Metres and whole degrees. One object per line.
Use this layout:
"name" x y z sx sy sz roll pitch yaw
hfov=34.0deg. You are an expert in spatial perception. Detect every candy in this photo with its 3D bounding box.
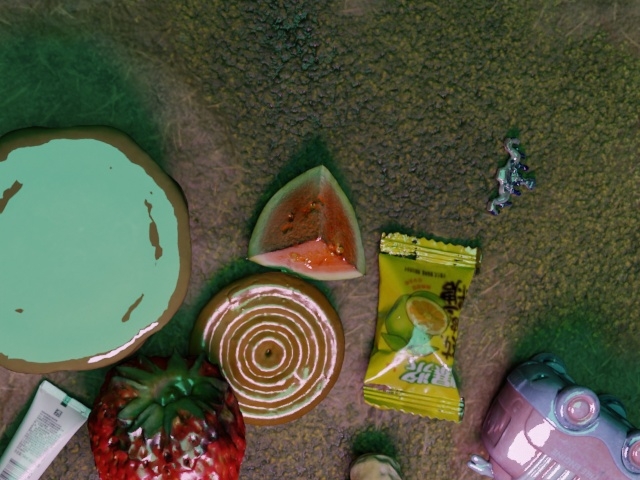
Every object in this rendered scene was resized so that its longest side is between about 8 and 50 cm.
"candy" 0.169 0.143 1.736 0.187 0.081 0.297 10 81 -12

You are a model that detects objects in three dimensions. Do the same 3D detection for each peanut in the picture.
"peanut" 0.102 0.490 1.719 0.130 0.130 0.290 -11 97 -10

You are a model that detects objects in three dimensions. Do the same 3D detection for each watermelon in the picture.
"watermelon" -0.005 -0.005 1.687 0.193 0.137 0.145 -51 134 4

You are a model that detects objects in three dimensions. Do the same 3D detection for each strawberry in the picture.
"strawberry" -0.234 0.325 1.594 0.239 0.250 0.288 10 128 2

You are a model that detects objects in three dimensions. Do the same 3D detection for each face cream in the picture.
"face cream" -0.465 0.345 1.637 0.092 0.058 0.243 34 81 -5

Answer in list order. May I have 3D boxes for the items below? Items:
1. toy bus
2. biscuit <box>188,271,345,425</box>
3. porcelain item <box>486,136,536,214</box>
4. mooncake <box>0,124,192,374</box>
"toy bus" 0.406 0.347 1.744 0.294 0.197 0.232 35 96 -12
"biscuit" -0.085 0.178 1.693 0.262 0.037 0.262 -1 100 -7
"porcelain item" 0.334 -0.104 1.780 0.075 0.021 0.136 14 91 -16
"mooncake" -0.377 0.010 1.566 0.378 0.201 0.378 0 89 -11
